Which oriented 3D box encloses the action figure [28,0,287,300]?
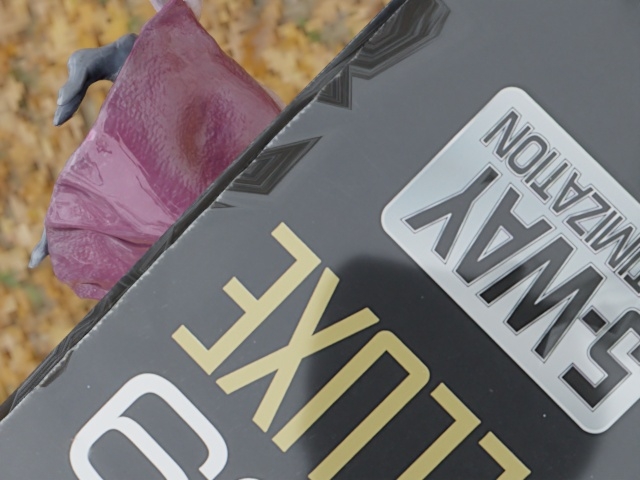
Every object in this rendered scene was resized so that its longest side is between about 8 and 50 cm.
[{"bbox_3d":[0.000,0.000,1.194,0.370,0.275,0.248,19,165,3],"label":"action figure"}]

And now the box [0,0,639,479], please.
[{"bbox_3d":[0.080,0.104,0.393,0.307,0.242,0.076,46,-174,7],"label":"box"}]
